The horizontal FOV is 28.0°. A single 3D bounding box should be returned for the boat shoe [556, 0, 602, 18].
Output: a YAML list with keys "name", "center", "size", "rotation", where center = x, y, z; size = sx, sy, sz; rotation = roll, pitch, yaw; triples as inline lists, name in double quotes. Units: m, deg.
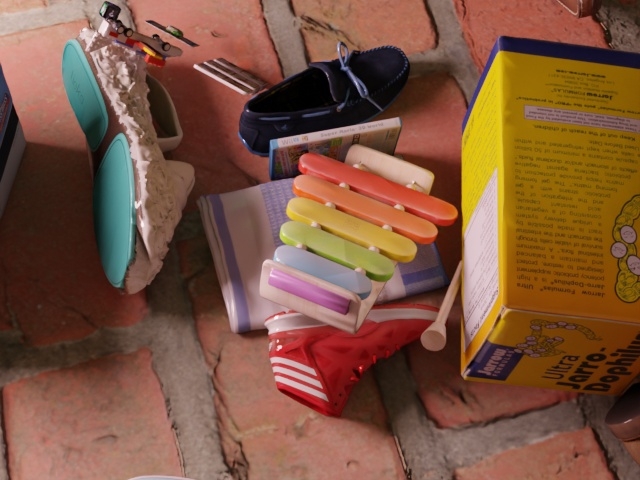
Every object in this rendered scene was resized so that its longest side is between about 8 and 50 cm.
- name: "boat shoe"
  center: [0.287, -0.423, 1.844]
  size: [0.116, 0.123, 0.324]
  rotation: [-27, 54, -8]

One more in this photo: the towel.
- name: "towel"
  center: [0.000, 0.000, 1.617]
  size: [0.285, 0.034, 0.209]
  rotation: [-12, 59, -7]

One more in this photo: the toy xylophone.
- name: "toy xylophone"
  center: [0.061, 0.009, 1.501]
  size: [0.236, 0.081, 0.322]
  rotation: [17, 35, 3]

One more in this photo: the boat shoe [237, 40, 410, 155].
- name: "boat shoe"
  center: [0.013, -0.193, 1.706]
  size: [0.258, 0.089, 0.109]
  rotation: [-33, 63, -19]

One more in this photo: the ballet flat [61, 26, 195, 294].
- name: "ballet flat"
  center: [-0.230, -0.116, 1.641]
  size: [0.147, 0.147, 0.409]
  rotation: [-13, 58, -8]

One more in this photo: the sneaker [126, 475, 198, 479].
- name: "sneaker"
  center: [-0.090, 0.299, 1.323]
  size: [0.319, 0.208, 0.127]
  rotation: [19, 61, 13]

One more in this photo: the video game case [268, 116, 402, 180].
- name: "video game case"
  center: [0.017, -0.116, 1.640]
  size: [0.166, 0.119, 0.015]
  rotation: [-11, 75, -6]

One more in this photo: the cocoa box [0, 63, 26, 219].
- name: "cocoa box"
  center: [-0.525, -0.063, 1.545]
  size: [0.232, 0.228, 0.347]
  rotation: [7, 58, 5]

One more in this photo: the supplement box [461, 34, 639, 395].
- name: "supplement box"
  center: [0.275, -0.028, 1.473]
  size: [0.195, 0.194, 0.356]
  rotation: [7, 61, -5]

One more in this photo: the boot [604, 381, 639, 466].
- name: "boot"
  center: [0.459, 0.167, 1.489]
  size: [0.305, 0.112, 0.115]
  rotation: [-38, 95, -26]

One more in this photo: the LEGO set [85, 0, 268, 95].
- name: "LEGO set"
  center: [-0.197, -0.240, 1.685]
  size: [0.244, 0.182, 0.060]
  rotation: [29, 103, 0]

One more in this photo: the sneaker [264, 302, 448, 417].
- name: "sneaker"
  center: [0.046, 0.144, 1.515]
  size: [0.221, 0.087, 0.128]
  rotation: [-3, 79, -8]
